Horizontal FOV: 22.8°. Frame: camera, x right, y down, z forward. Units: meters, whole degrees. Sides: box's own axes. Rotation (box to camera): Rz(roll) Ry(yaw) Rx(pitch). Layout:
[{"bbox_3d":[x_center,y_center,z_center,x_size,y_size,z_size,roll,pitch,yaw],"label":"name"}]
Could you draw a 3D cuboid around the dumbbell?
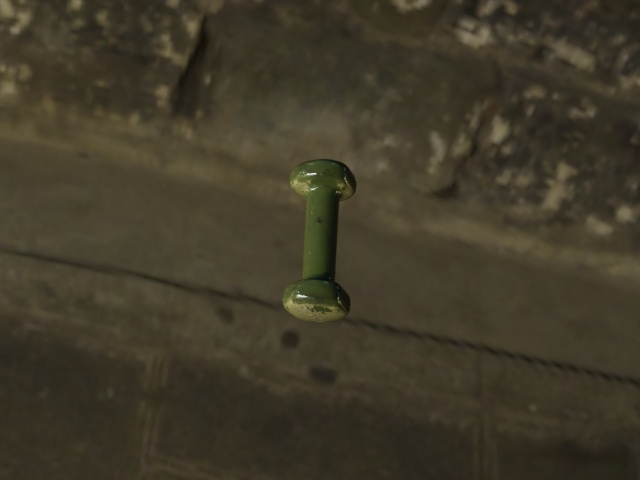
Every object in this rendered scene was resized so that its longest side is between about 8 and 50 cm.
[{"bbox_3d":[0.000,0.000,1.147,0.046,0.052,0.118,-8,64,23],"label":"dumbbell"}]
